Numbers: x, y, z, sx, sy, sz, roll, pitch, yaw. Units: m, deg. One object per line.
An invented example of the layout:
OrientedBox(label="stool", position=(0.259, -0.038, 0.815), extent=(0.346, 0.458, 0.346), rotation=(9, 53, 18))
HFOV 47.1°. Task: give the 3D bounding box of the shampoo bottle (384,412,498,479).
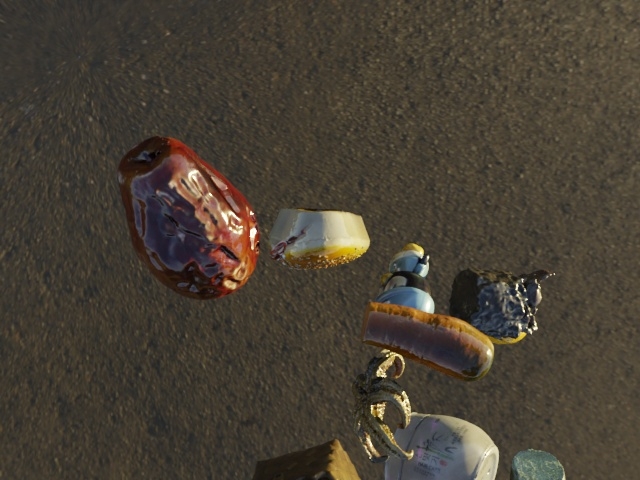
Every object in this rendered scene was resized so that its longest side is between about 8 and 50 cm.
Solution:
OrientedBox(label="shampoo bottle", position=(0.332, 0.622, 2.029), extent=(0.273, 0.266, 0.273), rotation=(-33, 129, -52))

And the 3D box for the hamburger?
OrientedBox(label="hamburger", position=(0.000, 0.000, 1.803), extent=(0.227, 0.295, 0.152), rotation=(0, 84, 20))

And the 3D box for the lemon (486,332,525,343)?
OrientedBox(label="lemon", position=(0.523, 0.232, 2.062), extent=(0.155, 0.114, 0.114), rotation=(-14, 107, -17))

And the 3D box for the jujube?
OrientedBox(label="jujube", position=(-0.205, -0.031, 1.153), extent=(0.197, 0.197, 0.290), rotation=(-34, 133, -8))

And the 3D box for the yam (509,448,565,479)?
OrientedBox(label="yam", position=(0.283, 0.370, 0.956), extent=(0.078, 0.078, 0.179), rotation=(-6, 103, -17))

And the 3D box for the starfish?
OrientedBox(label="starfish", position=(0.091, 0.261, 1.104), extent=(0.074, 0.190, 0.146), rotation=(17, 122, -16))

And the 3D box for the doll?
OrientedBox(label="doll", position=(0.205, 0.143, 1.831), extent=(0.141, 0.314, 0.177), rotation=(30, 131, -16))

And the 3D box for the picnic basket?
OrientedBox(label="picnic basket", position=(-0.038, 0.659, 1.737), extent=(0.291, 0.321, 0.254), rotation=(-21, 107, 17))

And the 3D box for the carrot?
OrientedBox(label="carrot", position=(0.154, 0.141, 1.064), extent=(0.193, 0.087, 0.087), rotation=(22, 96, -2))

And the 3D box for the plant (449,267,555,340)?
OrientedBox(label="plant", position=(0.460, 0.162, 1.908), extent=(0.233, 0.178, 0.204), rotation=(3, 102, -22))
